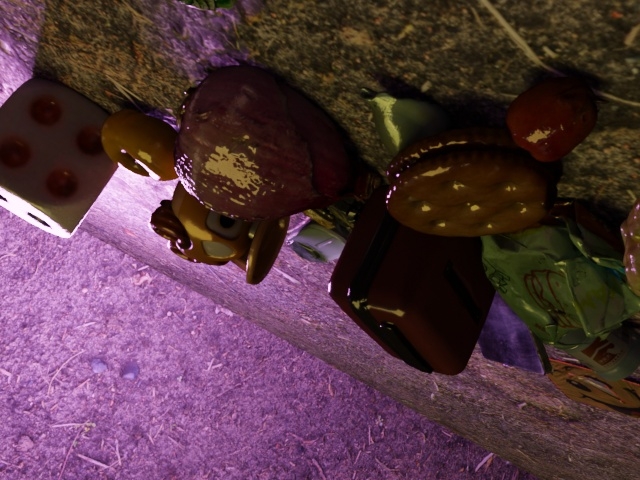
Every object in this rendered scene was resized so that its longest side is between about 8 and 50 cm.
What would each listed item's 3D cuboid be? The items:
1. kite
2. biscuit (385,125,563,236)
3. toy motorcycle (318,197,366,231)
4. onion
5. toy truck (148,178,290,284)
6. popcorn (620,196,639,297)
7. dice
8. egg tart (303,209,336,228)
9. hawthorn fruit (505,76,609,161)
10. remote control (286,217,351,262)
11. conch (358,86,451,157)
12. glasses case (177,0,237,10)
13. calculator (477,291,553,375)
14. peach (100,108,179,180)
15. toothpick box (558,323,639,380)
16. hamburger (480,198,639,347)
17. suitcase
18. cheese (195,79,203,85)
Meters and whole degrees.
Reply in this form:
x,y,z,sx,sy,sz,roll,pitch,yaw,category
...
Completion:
x,y,z,sx,sy,sz,roll,pitch,yaw,category
0.619,0.334,1.563,0.328,0.013,0.377,27,165,1,kite
0.189,-0.067,0.865,0.221,0.066,0.220,3,159,1,biscuit
0.038,-0.059,1.218,0.193,0.061,0.124,29,173,15,toy motorcycle
-0.072,-0.100,1.057,0.349,0.159,0.267,24,154,-6,onion
-0.182,-0.046,1.340,0.212,0.204,0.288,21,162,10,toy truck
0.426,0.027,0.689,0.256,0.195,0.255,43,160,14,popcorn
-0.571,-0.174,1.463,0.251,0.259,0.243,34,159,-16,dice
-0.010,-0.060,1.301,0.105,0.039,0.105,34,178,1,egg tart
0.244,-0.129,0.708,0.081,0.081,0.093,33,132,-18,hawthorn fruit
0.000,0.000,1.455,0.104,0.052,0.247,33,162,-13,remote control
0.118,-0.134,0.881,0.088,0.065,0.180,6,150,51,conch
-0.143,-0.342,0.677,0.095,0.062,0.272,24,163,12,glasses case
0.327,0.156,1.259,0.262,0.021,0.161,171,78,-79,calculator
-0.341,-0.183,1.352,0.179,0.103,0.179,24,165,7,peach
0.453,0.158,1.161,0.153,0.101,0.101,32,162,-18,toothpick box
0.342,0.067,0.987,0.261,0.150,0.276,11,157,45,hamburger
0.159,0.069,1.111,0.161,0.236,0.297,14,159,35,suitcase
-0.145,-0.214,1.101,0.067,0.026,0.121,10,156,41,cheese
